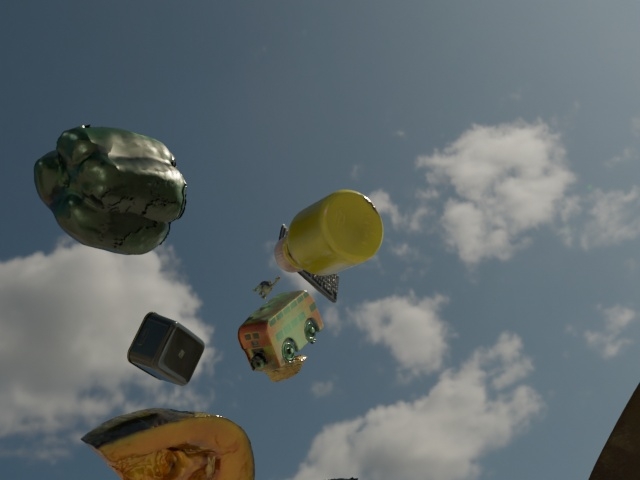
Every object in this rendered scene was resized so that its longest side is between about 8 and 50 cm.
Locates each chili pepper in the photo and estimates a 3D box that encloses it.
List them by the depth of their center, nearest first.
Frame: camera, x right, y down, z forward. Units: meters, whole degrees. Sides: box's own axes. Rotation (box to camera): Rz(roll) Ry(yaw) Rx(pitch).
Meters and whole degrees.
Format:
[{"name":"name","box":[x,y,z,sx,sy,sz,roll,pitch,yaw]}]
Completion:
[{"name":"chili pepper","box":[-0.416,-0.108,1.452,0.233,0.248,0.256,-54,-27,12]}]

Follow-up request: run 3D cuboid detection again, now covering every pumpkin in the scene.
[{"name":"pumpkin","box":[-0.226,0.321,1.129,0.169,0.148,0.312,-49,-49,-23]}]

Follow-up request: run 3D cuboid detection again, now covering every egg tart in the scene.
[{"name":"egg tart","box":[-0.088,0.315,1.798,0.128,0.049,0.129,-16,-6,-2]}]

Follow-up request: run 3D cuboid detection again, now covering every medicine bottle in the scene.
[{"name":"medicine bottle","box":[0.000,0.000,1.228,0.122,0.122,0.212,15,-22,-28]}]

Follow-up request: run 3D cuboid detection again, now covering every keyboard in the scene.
[{"name":"keyboard","box":[-0.025,0.061,1.716,0.017,0.087,0.250,-14,-38,29]}]

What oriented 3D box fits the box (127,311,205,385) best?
[{"name":"box","box":[-0.394,0.286,1.898,0.090,0.144,0.201,14,-22,26]}]

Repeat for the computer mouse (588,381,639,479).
[{"name":"computer mouse","box":[0.361,0.181,0.659,0.310,0.158,0.072,-49,-37,-20]}]

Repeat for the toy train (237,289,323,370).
[{"name":"toy train","box":[-0.069,0.161,1.304,0.072,0.188,0.099,-9,-76,32]}]

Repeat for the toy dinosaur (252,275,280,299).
[{"name":"toy dinosaur","box":[-0.145,0.126,1.865,0.058,0.180,0.037,-43,-79,-24]}]

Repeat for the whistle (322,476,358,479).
[{"name":"whistle","box":[0.043,0.544,1.181,0.062,0.304,0.062,-4,-13,-1]}]
